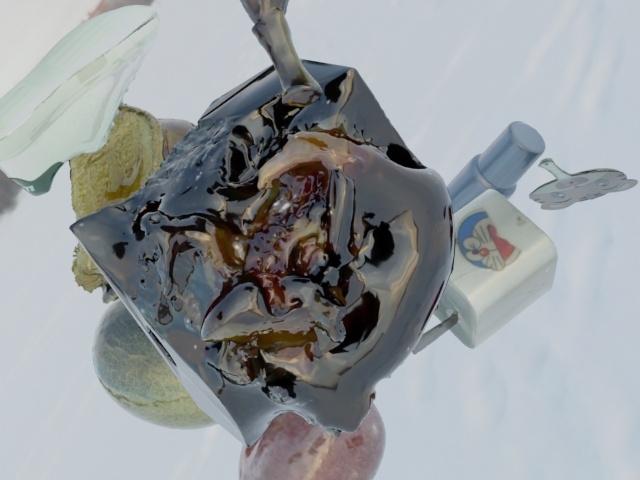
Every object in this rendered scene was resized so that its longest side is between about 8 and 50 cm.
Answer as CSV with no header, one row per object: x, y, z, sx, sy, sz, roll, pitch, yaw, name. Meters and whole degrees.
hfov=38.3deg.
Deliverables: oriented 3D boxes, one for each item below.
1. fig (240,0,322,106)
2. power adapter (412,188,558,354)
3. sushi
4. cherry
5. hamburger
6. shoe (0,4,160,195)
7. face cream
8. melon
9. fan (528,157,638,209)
-0.026,-0.217,0.568,0.170,0.274,0.145,-4,-2,21,fig
0.170,0.055,1.125,0.205,0.130,0.125,-36,-30,-16,power adapter
-0.014,0.020,0.706,0.227,0.215,0.212,-41,36,-19,sushi
-0.021,0.360,1.545,0.307,0.221,0.261,-55,8,-30,cherry
-0.248,-0.072,1.318,0.211,0.132,0.309,-20,60,23,hamburger
-0.277,-0.163,1.071,0.095,0.110,0.265,24,58,38,shoe
0.233,-0.049,1.534,0.385,0.135,0.086,127,151,-44,face cream
-0.242,0.194,1.571,0.329,0.248,0.249,15,67,39,melon
0.359,-0.085,1.330,0.152,0.226,0.008,-16,70,31,fan
